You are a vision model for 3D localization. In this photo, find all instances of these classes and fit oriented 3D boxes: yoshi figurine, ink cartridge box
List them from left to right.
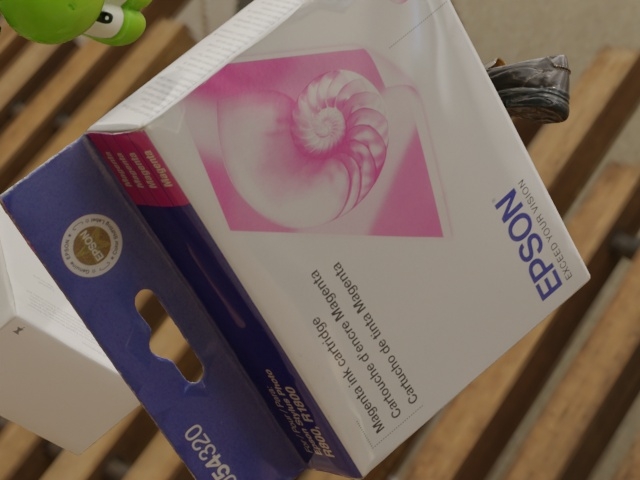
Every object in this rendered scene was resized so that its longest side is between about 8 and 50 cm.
[{"bbox_3d":[-0.358,-0.285,1.687,0.362,0.203,0.203,13,-47,7],"label":"yoshi figurine"},{"bbox_3d":[0.000,0.000,1.142,0.071,0.330,0.324,23,-31,57],"label":"ink cartridge box"}]

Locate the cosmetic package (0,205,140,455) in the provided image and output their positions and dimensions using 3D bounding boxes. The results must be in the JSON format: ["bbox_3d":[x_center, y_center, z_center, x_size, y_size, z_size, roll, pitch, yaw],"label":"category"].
[{"bbox_3d":[-0.342,0.102,1.957,0.224,0.138,0.224,36,19,-39],"label":"cosmetic package"}]

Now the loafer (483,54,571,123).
[{"bbox_3d":[0.174,-0.150,1.617,0.170,0.061,0.062,4,-15,36],"label":"loafer"}]
